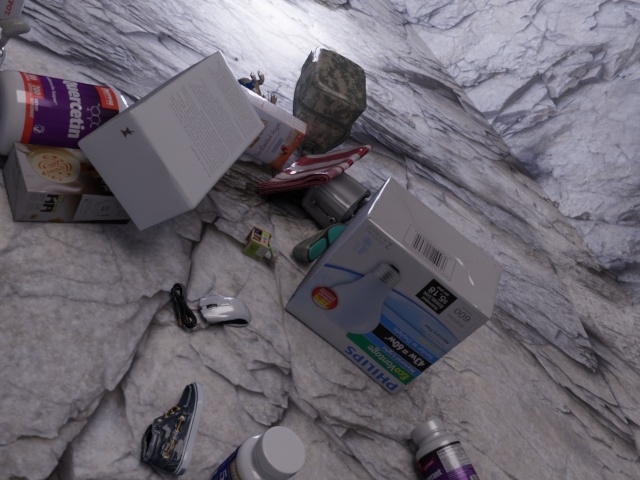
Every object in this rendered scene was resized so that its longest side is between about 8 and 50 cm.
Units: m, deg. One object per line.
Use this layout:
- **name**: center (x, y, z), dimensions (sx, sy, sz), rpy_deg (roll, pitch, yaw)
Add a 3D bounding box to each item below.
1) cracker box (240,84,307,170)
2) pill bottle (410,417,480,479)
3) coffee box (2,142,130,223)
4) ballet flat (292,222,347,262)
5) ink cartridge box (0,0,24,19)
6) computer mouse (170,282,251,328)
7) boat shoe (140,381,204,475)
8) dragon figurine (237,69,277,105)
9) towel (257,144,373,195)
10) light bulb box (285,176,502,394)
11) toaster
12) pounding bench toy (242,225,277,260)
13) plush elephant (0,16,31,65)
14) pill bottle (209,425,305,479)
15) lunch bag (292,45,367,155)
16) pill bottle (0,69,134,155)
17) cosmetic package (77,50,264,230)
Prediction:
- **cracker box**: center (-0.177, -0.327, 1.905), dimensions (0.232, 0.156, 0.067), rpy_deg (28, 37, -16)
- **pill bottle**: center (0.279, 0.504, 1.450), dimensions (0.108, 0.108, 0.193), rpy_deg (4, 48, -40)
- **coffee box**: center (-0.529, -0.117, 1.394), dimensions (0.246, 0.098, 0.141), rpy_deg (2, 50, -42)
- **ballet flat**: center (0.000, 0.000, 1.776), dimensions (0.068, 0.072, 0.213), rpy_deg (9, 24, 34)
- **ink cartridge box**: center (-0.876, -0.711, 1.631), dimensions (0.289, 0.211, 0.121), rpy_deg (17, 40, -29)
- **computer mouse**: center (-0.230, 0.147, 1.430), dimensions (0.193, 0.042, 0.106), rpy_deg (8, 45, -37)
- **boat shoe**: center (-0.266, 0.326, 1.176), dimensions (0.083, 0.065, 0.183), rpy_deg (26, 38, -21)
- **dragon figurine**: center (-0.221, -0.435, 2.044), dimensions (0.289, 0.144, 0.085), rpy_deg (59, 33, -6)
- **towel**: center (-0.009, -0.214, 1.889), dimensions (0.329, 0.237, 0.037), rpy_deg (-42, 120, -55)
- **light bulb box**: center (0.173, 0.114, 1.561), dimensions (0.358, 0.361, 0.225), rpy_deg (39, 36, -2)
- **toaster**: center (0.047, -0.125, 1.915), dimensions (0.146, 0.129, 0.227), rpy_deg (40, 37, 4)
- **pounding bench toy**: center (-0.146, 0.012, 1.648), dimensions (0.083, 0.052, 0.065), rpy_deg (29, 36, -16)
- **plush elephant**: center (-0.774, -0.456, 1.431), dimensions (0.272, 0.330, 0.255), rpy_deg (64, 17, 11)
- **pill bottle**: center (-0.109, 0.404, 1.130), dimensions (0.112, 0.187, 0.112), rpy_deg (25, 37, -20)
- **lunch bag**: center (0.007, -0.446, 2.122), dimensions (0.212, 0.256, 0.305), rpy_deg (24, 39, -20)
- **pill bottle**: center (-0.560, -0.267, 1.459), dimensions (0.323, 0.181, 0.181), rpy_deg (1, 51, -42)
- **cosmetic package**: center (-0.313, -0.242, 1.480), dimensions (0.230, 0.161, 0.453), rpy_deg (60, 28, -20)
